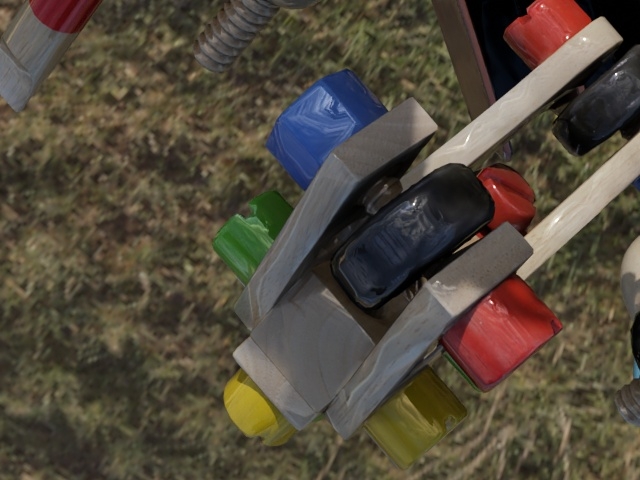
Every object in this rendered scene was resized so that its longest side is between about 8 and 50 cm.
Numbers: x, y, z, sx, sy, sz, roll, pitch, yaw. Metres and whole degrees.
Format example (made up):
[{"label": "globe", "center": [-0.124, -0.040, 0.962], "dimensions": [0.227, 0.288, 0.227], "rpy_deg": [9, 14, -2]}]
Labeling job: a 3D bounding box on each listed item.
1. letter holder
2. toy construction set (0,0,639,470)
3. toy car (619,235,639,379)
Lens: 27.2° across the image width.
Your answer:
[{"label": "letter holder", "center": [0.175, -0.222, 1.084], "dimensions": [0.152, 0.214, 0.302], "rpy_deg": [-21, 111, 1]}, {"label": "toy construction set", "center": [0.000, 0.000, 0.554], "dimensions": [0.309, 0.257, 0.237], "rpy_deg": [37, 128, -15]}, {"label": "toy car", "center": [0.303, 0.028, 0.687], "dimensions": [0.238, 0.219, 0.210], "rpy_deg": [-39, 93, 23]}]
